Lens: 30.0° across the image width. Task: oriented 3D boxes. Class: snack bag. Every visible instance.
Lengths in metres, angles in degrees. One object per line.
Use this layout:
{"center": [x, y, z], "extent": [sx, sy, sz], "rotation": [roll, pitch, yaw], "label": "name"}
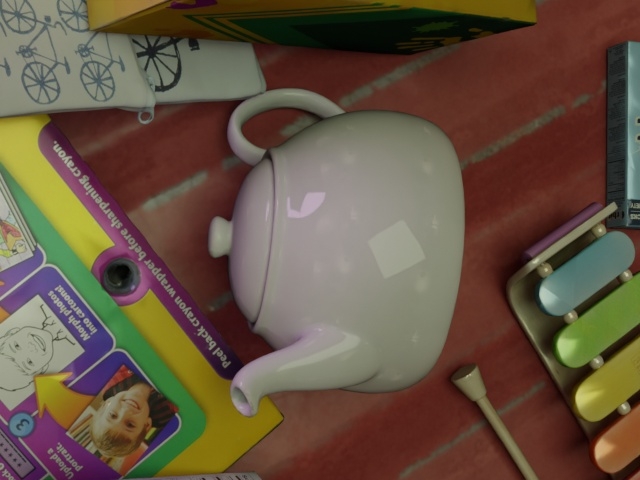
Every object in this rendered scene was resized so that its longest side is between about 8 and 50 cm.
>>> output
{"center": [-0.180, -0.250, 0.940], "extent": [0.343, 0.037, 0.323], "rotation": [-10, 84, -51], "label": "snack bag"}

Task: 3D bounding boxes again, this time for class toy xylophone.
{"center": [0.274, 0.139, 1.137], "extent": [0.236, 0.081, 0.322], "rotation": [-42, 99, -18], "label": "toy xylophone"}

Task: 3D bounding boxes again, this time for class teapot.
{"center": [0.000, 0.000, 0.990], "extent": [0.187, 0.256, 0.252], "rotation": [6, 95, -10], "label": "teapot"}

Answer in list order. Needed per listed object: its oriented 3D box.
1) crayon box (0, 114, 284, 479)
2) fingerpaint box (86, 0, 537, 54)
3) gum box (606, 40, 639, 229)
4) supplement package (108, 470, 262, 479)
{"center": [-0.261, 0.099, 0.935], "extent": [0.313, 0.106, 0.363], "rotation": [-39, 106, -11], "label": "crayon box"}
{"center": [-0.017, -0.388, 0.969], "extent": [0.371, 0.163, 0.444], "rotation": [-6, 89, -45], "label": "fingerpaint box"}
{"center": [0.367, -0.101, 1.205], "extent": [0.157, 0.041, 0.184], "rotation": [3, 87, -18], "label": "gum box"}
{"center": [-0.120, 0.295, 0.884], "extent": [0.203, 0.149, 0.194], "rotation": [6, 113, -43], "label": "supplement package"}
